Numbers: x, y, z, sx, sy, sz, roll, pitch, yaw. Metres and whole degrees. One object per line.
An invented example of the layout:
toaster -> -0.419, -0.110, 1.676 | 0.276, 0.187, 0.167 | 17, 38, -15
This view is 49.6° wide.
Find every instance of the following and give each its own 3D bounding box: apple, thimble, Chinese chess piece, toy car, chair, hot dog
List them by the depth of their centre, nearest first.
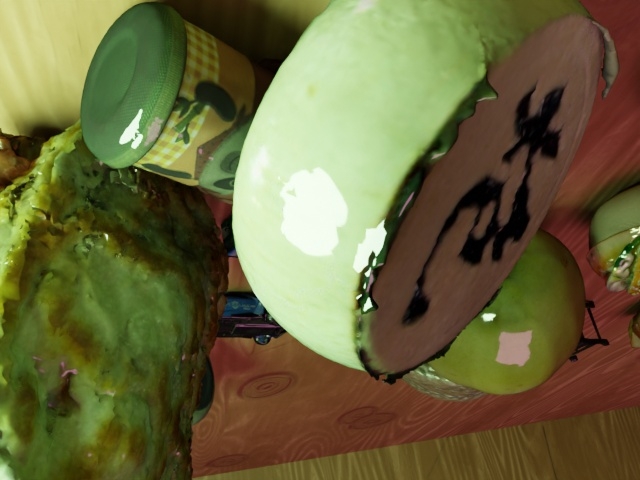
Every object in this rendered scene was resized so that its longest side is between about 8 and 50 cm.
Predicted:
Chinese chess piece -> 0.091, -0.054, 0.575 | 0.349, 0.146, 0.349 | -38, 148, -29
apple -> 0.258, 0.099, 1.023 | 0.262, 0.262, 0.262 | -9, 154, -5
toy car -> -0.146, 0.121, 1.109 | 0.216, 0.063, 0.103 | 5, 150, -18
thimble -> 0.236, 0.180, 1.247 | 0.229, 0.196, 0.148 | 13, 158, 19
chair -> 0.490, 0.183, 1.452 | 0.229, 0.106, 0.113 | 10, 145, -35
hot dog -> 0.775, 0.172, 1.561 | 0.146, 0.103, 0.213 | -25, 170, -23

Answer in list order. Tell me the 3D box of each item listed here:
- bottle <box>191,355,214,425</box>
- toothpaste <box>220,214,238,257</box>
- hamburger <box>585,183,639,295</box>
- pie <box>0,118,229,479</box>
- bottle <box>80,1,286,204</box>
bottle -> -0.367, 0.264, 1.202 | 0.347, 0.169, 0.168 | -15, 154, 19
toothpaste -> 0.000, 0.000, 0.937 | 0.266, 0.050, 0.065 | 7, 148, -33
hamburger -> 0.511, -0.007, 1.024 | 0.236, 0.147, 0.237 | -12, 155, -6
pie -> -0.201, 0.105, 0.650 | 0.180, 0.418, 0.395 | -10, 153, 10
bottle -> -0.058, -0.099, 0.612 | 0.271, 0.143, 0.156 | 18, 167, -42
